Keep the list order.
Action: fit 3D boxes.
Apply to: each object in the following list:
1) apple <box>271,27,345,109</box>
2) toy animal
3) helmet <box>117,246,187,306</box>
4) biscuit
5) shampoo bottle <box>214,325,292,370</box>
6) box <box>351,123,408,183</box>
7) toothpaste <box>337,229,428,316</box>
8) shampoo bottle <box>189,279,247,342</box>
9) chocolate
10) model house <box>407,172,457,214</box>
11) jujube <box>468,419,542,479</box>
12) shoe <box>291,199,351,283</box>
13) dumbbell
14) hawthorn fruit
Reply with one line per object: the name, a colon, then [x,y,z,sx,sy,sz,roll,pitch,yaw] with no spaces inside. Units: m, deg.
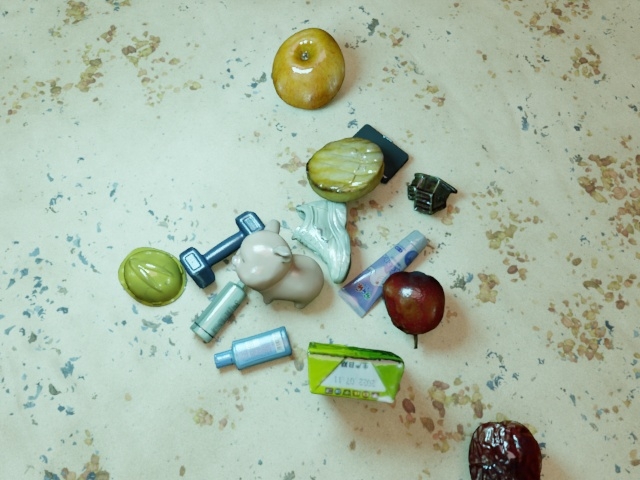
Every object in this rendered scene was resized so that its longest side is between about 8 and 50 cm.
apple: [-0.048,-0.680,1.930,0.298,0.275,0.299,0,76,-1]
toy animal: [-0.137,0.097,1.637,0.326,0.269,0.237,7,26,-19]
helmet: [-0.600,0.110,1.700,0.256,0.140,0.205,30,72,5]
biscuit: [0.094,-0.259,1.808,0.296,0.102,0.297,-9,51,11]
shampoo bottle: [-0.232,0.374,1.656,0.258,0.061,0.104,-15,72,-7]
box: [0.218,-0.344,1.933,0.230,0.050,0.160,40,74,12]
toothpaste: [0.237,0.111,1.771,0.371,0.080,0.125,-42,80,-7]
shampoo bottle: [-0.336,0.227,1.692,0.085,0.085,0.262,36,73,10]
chocolate: [0.097,0.407,1.539,0.288,0.301,0.137,7,82,1]
model house: [0.407,-0.171,1.865,0.165,0.106,0.152,23,81,43]
jujube: [0.574,0.734,1.497,0.216,0.216,0.342,2,76,-1]
shoe: [0.000,0.000,1.767,0.210,0.132,0.342,-5,66,-1]
dumbbell: [-0.336,0.029,1.734,0.316,0.156,0.143,-35,46,-14]
hawthorn fruit: [0.324,0.233,1.649,0.210,0.230,0.266,-8,85,4]
